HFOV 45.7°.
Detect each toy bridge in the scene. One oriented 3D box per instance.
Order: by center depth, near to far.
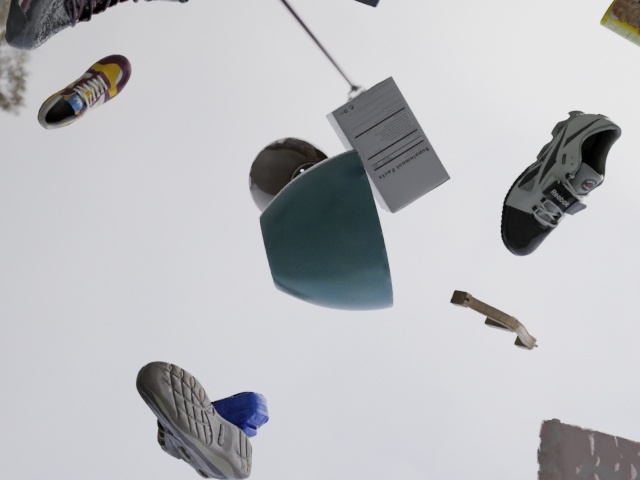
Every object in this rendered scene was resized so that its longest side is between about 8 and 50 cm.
[{"bbox_3d":[0.299,0.135,1.251,0.063,0.188,0.026,6,-114,60],"label":"toy bridge"}]

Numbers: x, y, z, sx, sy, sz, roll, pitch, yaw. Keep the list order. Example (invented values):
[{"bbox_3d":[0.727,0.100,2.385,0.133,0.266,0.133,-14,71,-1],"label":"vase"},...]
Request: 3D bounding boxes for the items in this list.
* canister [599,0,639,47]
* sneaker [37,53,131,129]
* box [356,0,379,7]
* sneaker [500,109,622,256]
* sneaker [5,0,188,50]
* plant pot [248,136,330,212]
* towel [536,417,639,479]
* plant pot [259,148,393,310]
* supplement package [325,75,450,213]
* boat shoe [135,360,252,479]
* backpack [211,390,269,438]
[{"bbox_3d":[0.719,-0.481,1.672,0.170,0.073,0.126,35,-114,12],"label":"canister"},{"bbox_3d":[-0.402,-0.250,1.308,0.185,0.069,0.084,-37,-155,2],"label":"sneaker"},{"bbox_3d":[0.024,-0.499,1.251,0.153,0.207,0.108,-62,-151,30],"label":"box"},{"bbox_3d":[0.480,-0.110,1.518,0.330,0.122,0.146,-62,-158,3],"label":"sneaker"},{"bbox_3d":[-0.245,-0.310,0.914,0.106,0.163,0.281,-46,-160,58],"label":"sneaker"},{"bbox_3d":[-0.042,-0.134,1.750,0.215,0.215,0.230,-50,-166,-4],"label":"plant pot"},{"bbox_3d":[0.419,0.431,1.001,0.053,0.317,0.331,132,-29,-60],"label":"towel"},{"bbox_3d":[0.000,0.000,1.355,0.196,0.290,0.290,-13,-137,-2],"label":"plant pot"},{"bbox_3d":[0.167,-0.239,1.918,0.175,0.293,0.177,-32,-171,-1],"label":"supplement package"},{"bbox_3d":[-0.280,0.396,1.576,0.130,0.355,0.132,-24,-151,19],"label":"boat shoe"},{"bbox_3d":[-0.179,0.409,1.768,0.120,0.098,0.101,-25,-118,16],"label":"backpack"}]
